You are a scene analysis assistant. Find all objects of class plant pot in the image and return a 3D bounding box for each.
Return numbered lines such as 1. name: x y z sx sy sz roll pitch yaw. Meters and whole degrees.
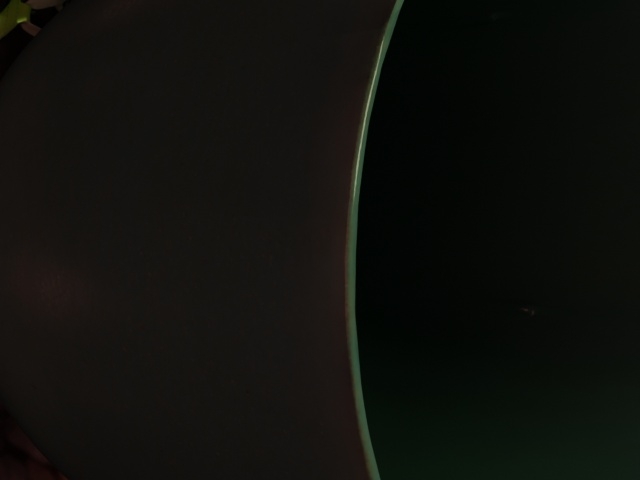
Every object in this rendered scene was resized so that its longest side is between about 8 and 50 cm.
1. plant pot: 0.000 0.000 0.647 0.235 0.293 0.293 3 94 36

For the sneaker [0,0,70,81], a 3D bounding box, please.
1. sneaker: -0.148 -0.161 0.796 0.097 0.084 0.234 -16 86 21
